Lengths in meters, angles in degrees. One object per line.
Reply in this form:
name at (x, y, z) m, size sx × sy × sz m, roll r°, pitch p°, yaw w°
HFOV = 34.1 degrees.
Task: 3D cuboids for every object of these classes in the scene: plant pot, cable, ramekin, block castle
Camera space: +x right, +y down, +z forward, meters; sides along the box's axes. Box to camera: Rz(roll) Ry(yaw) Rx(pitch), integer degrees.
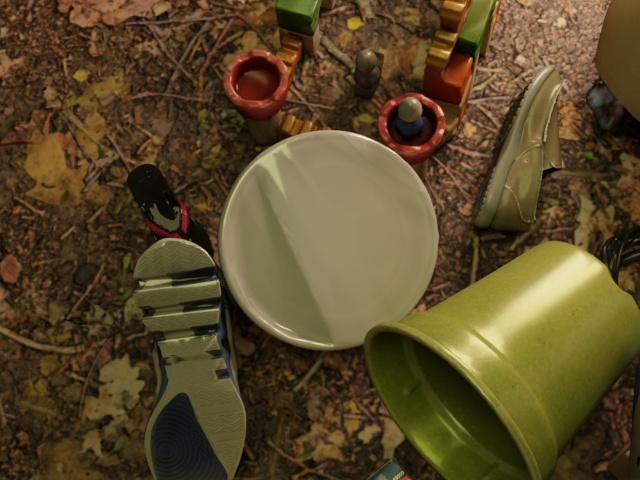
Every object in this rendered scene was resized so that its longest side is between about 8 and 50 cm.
plant pot at (0.476, -0.250, 1.368) m, size 0.191 × 0.284 × 0.284 m, roll -42°, pitch 70°, yaw 26°
cable at (0.450, 0.061, 1.358) m, size 0.184 × 0.047 × 0.151 m, roll 18°, pitch 67°, yaw 11°
ramekin at (0.000, 0.000, 1.313) m, size 0.272 × 0.127 × 0.273 m, roll 0°, pitch 90°, yaw -12°
plant pot at (0.235, 0.141, 1.240) m, size 0.254 × 0.276 × 0.276 m, roll -37°, pitch 73°, yaw -23°
block castle at (0.082, -0.323, 1.417) m, size 0.303 × 0.213 × 0.453 m, roll 18°, pitch 72°, yaw 8°

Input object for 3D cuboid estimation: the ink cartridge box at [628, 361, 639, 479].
ink cartridge box at (0.388, 0.177, 1.101) m, size 0.085 × 0.203 × 0.148 m, roll 8°, pitch 68°, yaw 10°

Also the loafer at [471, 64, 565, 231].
loafer at (0.282, -0.118, 1.409) m, size 0.087 × 0.094 × 0.251 m, roll 23°, pitch 78°, yaw -2°

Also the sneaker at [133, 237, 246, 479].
sneaker at (-0.151, 0.138, 1.314) m, size 0.127 × 0.182 × 0.316 m, roll -3°, pitch 100°, yaw 3°

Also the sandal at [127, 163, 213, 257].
sandal at (-0.210, -0.034, 1.418) m, size 0.067 × 0.040 × 0.179 m, roll -33°, pitch 72°, yaw -9°

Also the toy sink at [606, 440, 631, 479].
toy sink at (0.484, 0.292, 1.224) m, size 0.153 × 0.131 × 0.234 m, roll -41°, pitch 74°, yaw -11°

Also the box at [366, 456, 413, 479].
box at (0.034, 0.327, 1.177) m, size 0.159 × 0.233 × 0.044 m, roll -39°, pitch 73°, yaw -10°
